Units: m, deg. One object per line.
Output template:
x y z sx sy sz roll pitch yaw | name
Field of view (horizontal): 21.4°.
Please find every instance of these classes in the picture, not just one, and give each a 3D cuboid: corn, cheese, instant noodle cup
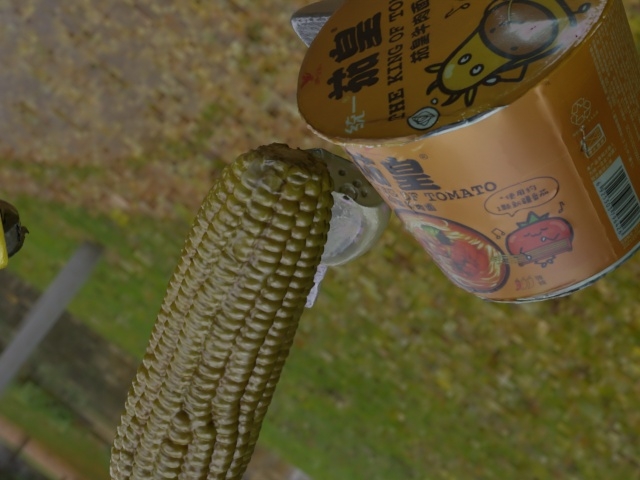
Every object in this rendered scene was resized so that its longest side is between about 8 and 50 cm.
-0.053 0.051 0.908 0.080 0.231 0.080 17 -157 -7 | corn
0.000 0.000 1.422 0.097 0.037 0.192 25 145 5 | cheese
0.115 -0.076 1.062 0.216 0.216 0.172 21 151 50 | instant noodle cup

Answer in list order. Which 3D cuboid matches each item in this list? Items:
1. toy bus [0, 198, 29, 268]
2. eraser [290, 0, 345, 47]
-0.310 -0.088 1.083 0.330 0.152 0.144 41 145 49 | toy bus
0.086 -0.137 1.589 0.089 0.061 0.352 3 157 30 | eraser
